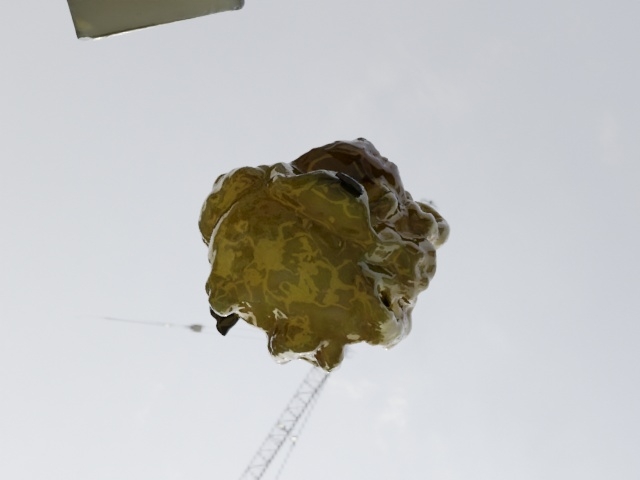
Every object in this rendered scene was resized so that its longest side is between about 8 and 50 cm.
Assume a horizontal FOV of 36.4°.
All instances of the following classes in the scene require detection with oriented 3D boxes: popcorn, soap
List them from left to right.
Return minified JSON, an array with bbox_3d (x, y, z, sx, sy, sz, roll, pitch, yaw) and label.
[{"bbox_3d":[-0.179,-0.287,1.019,0.183,0.064,0.121,-11,-68,-1],"label":"soap"},{"bbox_3d":[0.000,0.000,1.186,0.297,0.281,0.316,28,-124,-1],"label":"popcorn"}]
